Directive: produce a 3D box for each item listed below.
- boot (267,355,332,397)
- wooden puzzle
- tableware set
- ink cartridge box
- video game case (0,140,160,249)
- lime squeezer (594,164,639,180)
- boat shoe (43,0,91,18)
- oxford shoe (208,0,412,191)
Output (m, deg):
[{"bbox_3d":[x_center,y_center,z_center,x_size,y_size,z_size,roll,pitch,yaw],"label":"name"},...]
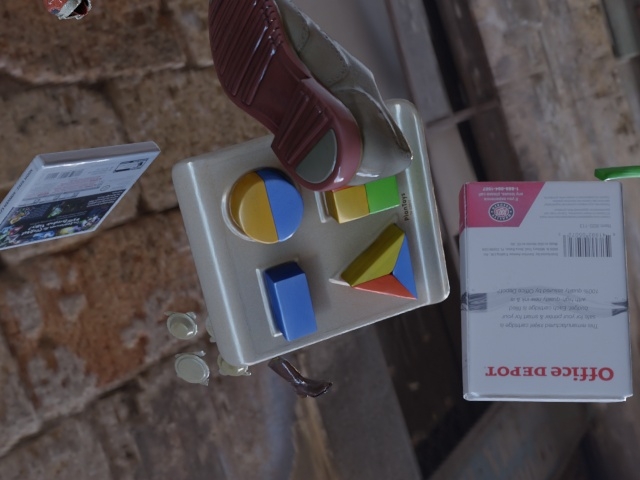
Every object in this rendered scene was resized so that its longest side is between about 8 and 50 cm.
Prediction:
[{"bbox_3d":[-0.045,0.275,2.146,0.106,0.114,0.037,-22,-154,41],"label":"boot"},{"bbox_3d":[0.000,0.000,1.445,0.348,0.322,0.080,-16,-156,-9],"label":"wooden puzzle"},{"bbox_3d":[-0.195,0.183,1.811,0.141,0.168,0.020,0,-150,14],"label":"tableware set"},{"bbox_3d":[0.288,0.071,1.371,0.207,0.282,0.117,0,168,4],"label":"ink cartridge box"},{"bbox_3d":[-0.310,-0.055,1.281,0.173,0.022,0.190,-44,164,33],"label":"video game case"},{"bbox_3d":[0.529,-0.123,1.445,0.310,0.058,0.110,-28,-147,-24],"label":"lime squeezer"},{"bbox_3d":[-0.270,-0.259,1.129,0.049,0.043,0.137,-49,-173,4],"label":"boat shoe"},{"bbox_3d":[-0.021,-0.186,1.181,0.130,0.348,0.123,-3,142,-38],"label":"oxford shoe"}]
